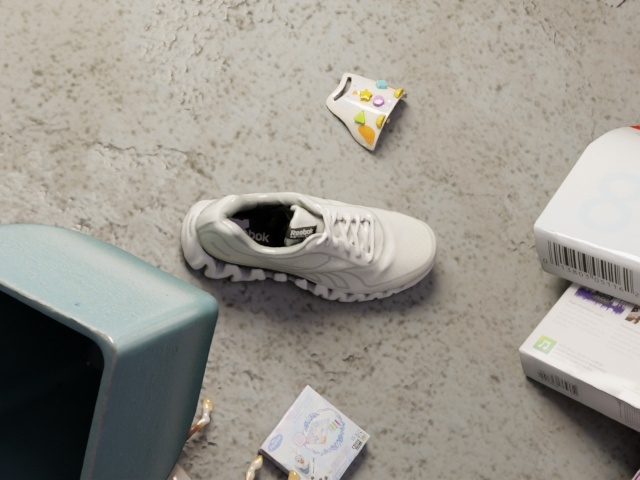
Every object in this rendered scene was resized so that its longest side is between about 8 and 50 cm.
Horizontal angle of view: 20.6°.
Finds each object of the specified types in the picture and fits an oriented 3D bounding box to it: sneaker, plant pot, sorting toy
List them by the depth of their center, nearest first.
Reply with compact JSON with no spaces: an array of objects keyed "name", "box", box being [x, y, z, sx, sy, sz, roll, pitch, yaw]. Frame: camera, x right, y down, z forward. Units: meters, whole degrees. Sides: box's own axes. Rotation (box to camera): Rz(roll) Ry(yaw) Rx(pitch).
[{"name":"plant pot","box":[-0.236,0.124,1.715,0.248,0.247,0.252,26,25,25]},{"name":"sneaker","box":[0.000,0.000,1.927,0.292,0.118,0.110,4,72,-19]},{"name":"sorting toy","box":[0.050,-0.160,2.035,0.075,0.045,0.083,27,67,11]}]

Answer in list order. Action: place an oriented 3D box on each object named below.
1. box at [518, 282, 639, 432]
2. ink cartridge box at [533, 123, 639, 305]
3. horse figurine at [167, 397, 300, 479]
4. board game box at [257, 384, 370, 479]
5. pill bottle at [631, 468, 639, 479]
[{"name":"box","box":[0.412,0.074,2.010,0.232,0.058,0.322,27,63,33]},{"name":"ink cartridge box","box":[0.470,-0.076,2.023,0.308,0.091,0.385,20,59,29]},{"name":"horse figurine","box":[-0.137,0.255,1.836,0.263,0.066,0.174,45,61,0]},{"name":"board game box","box":[-0.007,0.220,1.914,0.090,0.020,0.090,40,67,-5]},{"name":"pill bottle","box":[0.408,0.320,1.946,0.169,0.169,0.301,43,66,-3]}]
